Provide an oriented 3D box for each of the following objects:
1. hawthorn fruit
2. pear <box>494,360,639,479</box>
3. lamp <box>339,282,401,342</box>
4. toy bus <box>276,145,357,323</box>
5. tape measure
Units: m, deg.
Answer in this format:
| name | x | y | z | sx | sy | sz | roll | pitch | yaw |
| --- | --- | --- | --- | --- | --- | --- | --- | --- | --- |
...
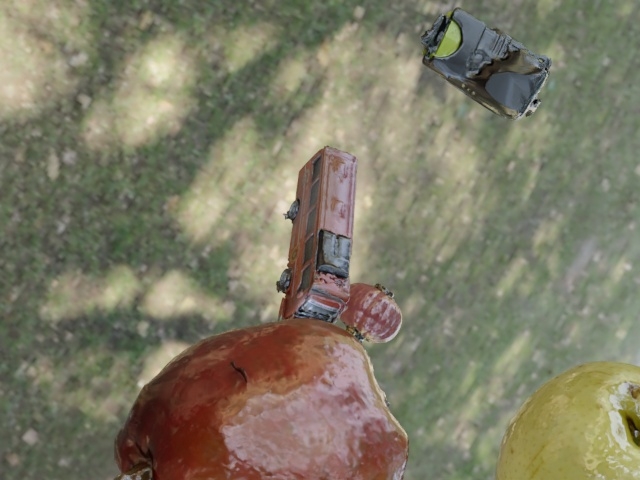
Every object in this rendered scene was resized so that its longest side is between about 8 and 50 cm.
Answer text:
| name | x | y | z | sx | sy | sz | roll | pitch | yaw |
| --- | --- | --- | --- | --- | --- | --- | --- | --- | --- |
| hawthorn fruit | -0.046 | 0.145 | 0.848 | 0.202 | 0.185 | 0.185 | -4 | 122 | -28 |
| pear | 0.357 | 0.305 | 1.508 | 0.309 | 0.309 | 0.309 | -35 | 141 | -34 |
| lamp | 0.075 | 0.112 | 1.926 | 0.092 | 0.107 | 0.107 | -54 | 148 | -10 |
| toy bus | 0.000 | 0.000 | 1.522 | 0.096 | 0.073 | 0.235 | 130 | -29 | -49 |
| tape measure | 0.239 | -0.257 | 1.810 | 0.112 | 0.199 | 0.186 | -55 | 176 | 6 |
